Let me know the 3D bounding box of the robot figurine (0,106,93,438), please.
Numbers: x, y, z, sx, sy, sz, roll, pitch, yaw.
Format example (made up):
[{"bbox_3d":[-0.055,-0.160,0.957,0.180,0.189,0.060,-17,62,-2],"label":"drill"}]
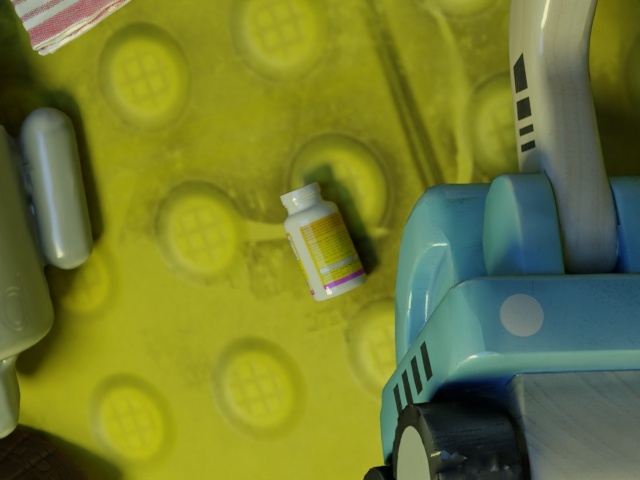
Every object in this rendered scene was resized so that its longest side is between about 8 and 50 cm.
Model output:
[{"bbox_3d":[-0.328,-0.012,1.510,0.300,0.200,0.353,-16,98,-10],"label":"robot figurine"}]

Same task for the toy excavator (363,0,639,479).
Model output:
[{"bbox_3d":[0.144,-0.013,1.224,0.433,0.222,0.445,113,152,-65],"label":"toy excavator"}]

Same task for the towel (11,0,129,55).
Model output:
[{"bbox_3d":[-0.210,-0.257,1.478,0.144,0.029,0.197,-30,88,31],"label":"towel"}]

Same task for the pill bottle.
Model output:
[{"bbox_3d":[0.000,0.000,1.426,0.043,0.043,0.083,-21,93,31],"label":"pill bottle"}]

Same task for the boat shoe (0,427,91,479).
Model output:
[{"bbox_3d":[-0.325,0.230,1.633,0.342,0.123,0.123,7,121,27],"label":"boat shoe"}]
